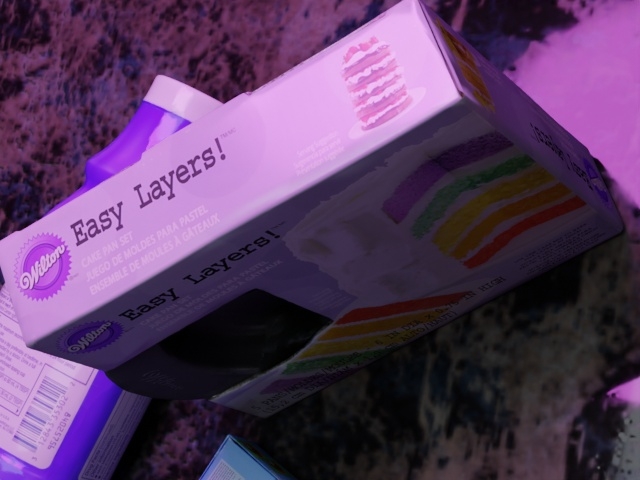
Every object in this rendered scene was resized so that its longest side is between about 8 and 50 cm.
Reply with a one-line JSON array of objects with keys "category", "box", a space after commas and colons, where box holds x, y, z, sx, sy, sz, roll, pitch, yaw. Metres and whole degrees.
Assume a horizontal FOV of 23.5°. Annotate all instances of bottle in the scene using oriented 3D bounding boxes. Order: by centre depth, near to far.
[{"category": "bottle", "box": [-0.138, 0.034, 0.973, 0.118, 0.092, 0.282, 25, 87, 31]}]

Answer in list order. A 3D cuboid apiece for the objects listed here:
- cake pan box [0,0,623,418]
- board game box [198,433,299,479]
[{"category": "cake pan box", "box": [0.000, 0.000, 0.819, 0.267, 0.246, 0.070, -28, 63, 17]}, {"category": "board game box", "box": [-0.019, 0.236, 0.875, 0.211, 0.039, 0.160, 36, 94, 33]}]
